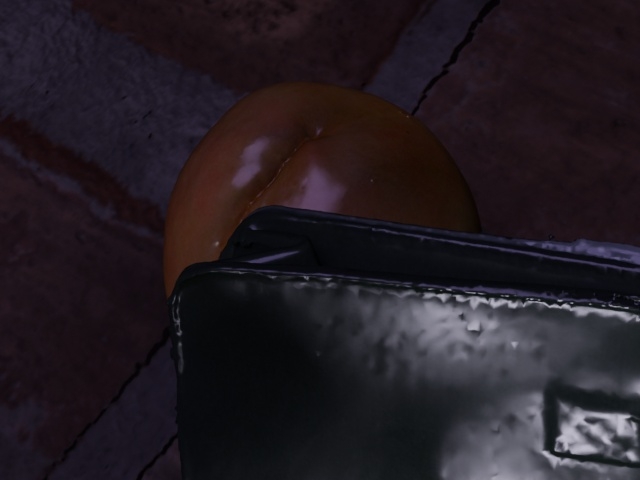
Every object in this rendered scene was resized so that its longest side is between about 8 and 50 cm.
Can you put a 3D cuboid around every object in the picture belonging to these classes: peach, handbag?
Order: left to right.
[{"bbox_3d":[0.000,0.000,0.805,0.184,0.184,0.184,-9,57,14],"label":"peach"},{"bbox_3d":[0.059,0.120,0.681,0.260,0.247,0.079,7,21,21],"label":"handbag"}]
